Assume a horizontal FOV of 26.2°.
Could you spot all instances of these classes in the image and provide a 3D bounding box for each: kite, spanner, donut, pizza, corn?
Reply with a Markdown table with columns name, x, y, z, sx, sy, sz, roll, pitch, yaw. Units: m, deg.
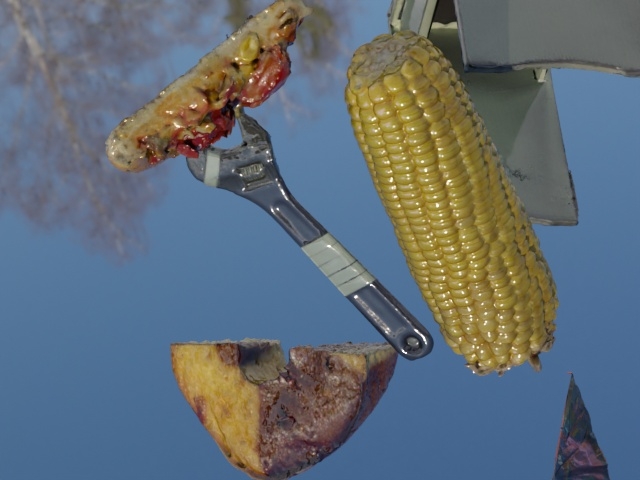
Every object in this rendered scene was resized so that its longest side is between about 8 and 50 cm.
| name | x | y | z | sx | sy | sz | roll | pitch | yaw |
| --- | --- | --- | --- | --- | --- | --- | --- | --- | --- |
| kite | 0.332 | 0.300 | 1.698 | 0.016 | 0.321 | 0.234 | -31 | 151 | 28 |
| spanner | 0.000 | 0.000 | 1.323 | 0.087 | 0.316 | 0.024 | -39 | -168 | 29 |
| donut | -0.022 | 0.174 | 1.478 | 0.112 | 0.151 | 0.295 | -15 | -171 | -43 |
| pizza | -0.077 | -0.115 | 1.081 | 0.193 | 0.053 | 0.201 | -41 | 179 | 33 |
| corn | 0.101 | -0.025 | 1.055 | 0.106 | 0.305 | 0.106 | -19 | -146 | 13 |

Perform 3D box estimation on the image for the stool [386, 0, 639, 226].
| name | x | y | z | sx | sy | sz | roll | pitch | yaw |
| --- | --- | --- | --- | --- | --- | --- | --- | --- | --- |
| stool | 0.172 | -0.187 | 1.269 | 0.170 | 0.244 | 0.270 | 0 | -121 | -8 |
